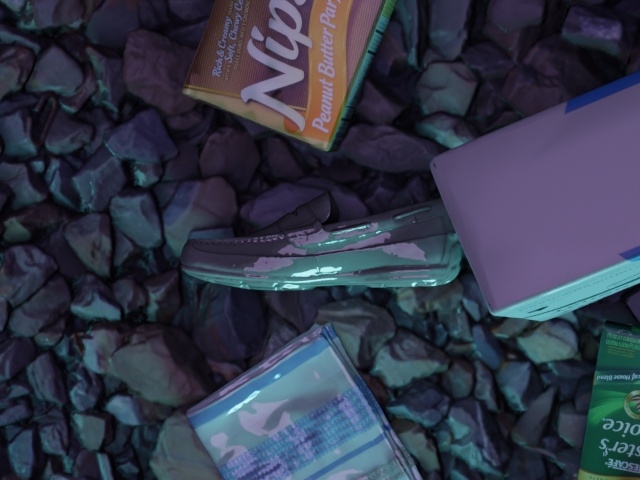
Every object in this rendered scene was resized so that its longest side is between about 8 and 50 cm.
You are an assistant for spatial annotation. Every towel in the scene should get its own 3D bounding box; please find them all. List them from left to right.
[{"bbox_3d":[-0.006,0.263,1.967,0.209,0.034,0.285,-32,88,11],"label":"towel"}]

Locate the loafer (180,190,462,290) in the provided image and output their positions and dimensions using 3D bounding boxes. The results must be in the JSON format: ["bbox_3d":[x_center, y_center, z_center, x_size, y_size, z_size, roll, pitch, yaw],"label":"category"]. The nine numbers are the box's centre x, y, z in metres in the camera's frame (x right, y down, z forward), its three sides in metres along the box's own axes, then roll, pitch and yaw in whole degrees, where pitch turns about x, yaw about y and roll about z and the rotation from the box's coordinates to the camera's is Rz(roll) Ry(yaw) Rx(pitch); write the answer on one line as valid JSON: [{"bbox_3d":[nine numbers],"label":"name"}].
[{"bbox_3d":[0.000,0.000,1.919,0.319,0.112,0.111,-2,88,2],"label":"loafer"}]

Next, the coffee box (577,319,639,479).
[{"bbox_3d":[0.355,0.189,1.881,0.113,0.040,0.184,12,103,12],"label":"coffee box"}]

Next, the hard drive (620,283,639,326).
[{"bbox_3d":[0.416,0.064,1.887,0.135,0.022,0.094,-35,87,10],"label":"hard drive"}]

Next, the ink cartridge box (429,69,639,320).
[{"bbox_3d":[0.297,-0.043,1.706,0.285,0.395,0.166,-23,82,11],"label":"ink cartridge box"}]

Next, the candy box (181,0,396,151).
[{"bbox_3d":[-0.012,-0.277,1.911,0.183,0.087,0.316,22,97,8],"label":"candy box"}]
